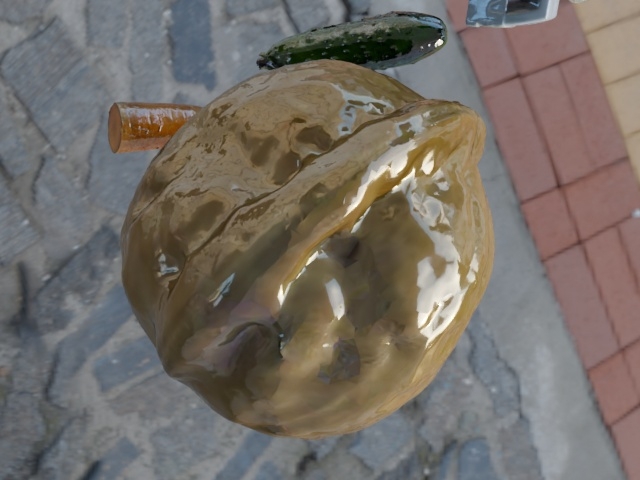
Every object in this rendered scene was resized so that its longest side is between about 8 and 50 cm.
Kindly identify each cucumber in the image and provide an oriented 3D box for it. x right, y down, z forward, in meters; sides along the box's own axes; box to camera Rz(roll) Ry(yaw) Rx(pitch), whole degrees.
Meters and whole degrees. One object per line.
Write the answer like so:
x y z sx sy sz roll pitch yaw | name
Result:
0.036 -0.227 1.347 0.227 0.069 0.069 -8 85 6 | cucumber

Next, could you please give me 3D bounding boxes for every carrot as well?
-0.148 -0.137 1.388 0.209 0.061 0.061 -3 83 -22 | carrot

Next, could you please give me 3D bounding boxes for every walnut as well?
-0.014 0.003 1.148 0.383 0.383 0.384 6 79 -30 | walnut

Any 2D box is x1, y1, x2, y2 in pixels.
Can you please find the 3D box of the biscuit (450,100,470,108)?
0.155 -0.166 1.647 0.129 0.119 0.019 -14 78 3 | biscuit

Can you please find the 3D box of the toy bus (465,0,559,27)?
0.291 -0.466 1.643 0.109 0.135 0.330 -35 134 -64 | toy bus

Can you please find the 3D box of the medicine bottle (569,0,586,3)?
0.186 -0.236 0.920 0.058 0.058 0.091 -21 50 -32 | medicine bottle
